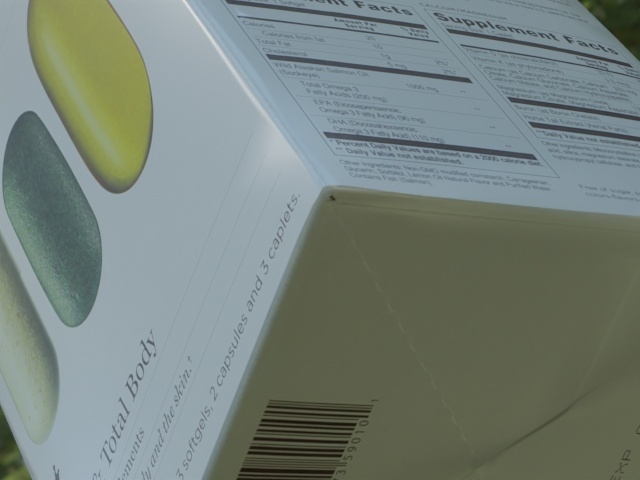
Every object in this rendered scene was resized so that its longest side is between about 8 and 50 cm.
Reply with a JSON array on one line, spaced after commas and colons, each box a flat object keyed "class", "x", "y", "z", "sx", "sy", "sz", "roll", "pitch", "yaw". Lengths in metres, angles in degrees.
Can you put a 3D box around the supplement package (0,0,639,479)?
[{"class": "supplement package", "x": 0.000, "y": 0.000, "z": 0.709, "sx": 0.198, "sy": 0.262, "sz": 0.199, "roll": 5, "pitch": -58, "yaw": -31}]
